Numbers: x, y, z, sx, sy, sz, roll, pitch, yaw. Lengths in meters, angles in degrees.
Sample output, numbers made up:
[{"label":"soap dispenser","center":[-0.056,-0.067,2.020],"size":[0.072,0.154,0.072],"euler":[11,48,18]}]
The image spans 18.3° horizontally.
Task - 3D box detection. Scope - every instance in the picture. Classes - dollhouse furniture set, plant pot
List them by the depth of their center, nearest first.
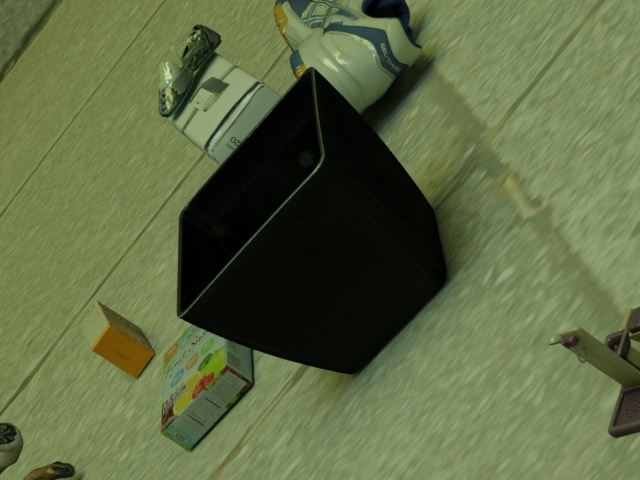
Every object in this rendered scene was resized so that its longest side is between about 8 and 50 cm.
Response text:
[{"label":"dollhouse furniture set","center":[0.206,0.057,1.266],"size":[0.114,0.081,0.091],"euler":[-25,36,53]},{"label":"plant pot","center":[0.000,0.000,1.687],"size":[0.187,0.167,0.188],"euler":[-47,23,20]}]

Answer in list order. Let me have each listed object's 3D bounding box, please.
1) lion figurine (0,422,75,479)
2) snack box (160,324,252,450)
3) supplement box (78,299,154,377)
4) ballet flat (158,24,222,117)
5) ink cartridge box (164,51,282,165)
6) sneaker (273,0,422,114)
[{"label":"lion figurine","center":[-0.456,0.331,2.120],"size":[0.240,0.392,0.142],"euler":[101,157,-54]},{"label":"snack box","center":[-0.111,0.124,1.922],"size":[0.100,0.037,0.141],"euler":[-46,22,20]},{"label":"supplement box","center":[-0.222,0.106,2.160],"size":[0.036,0.062,0.098],"euler":[-55,21,3]},{"label":"ballet flat","center":[-0.140,-0.173,1.989],"size":[0.041,0.041,0.114],"euler":[-24,31,54]},{"label":"ink cartridge box","center":[-0.056,-0.097,1.970],"size":[0.092,0.158,0.218],"euler":[-51,21,2]},{"label":"sneaker","center":[0.036,-0.208,2.060],"size":[0.131,0.112,0.296],"euler":[-34,25,6]}]
